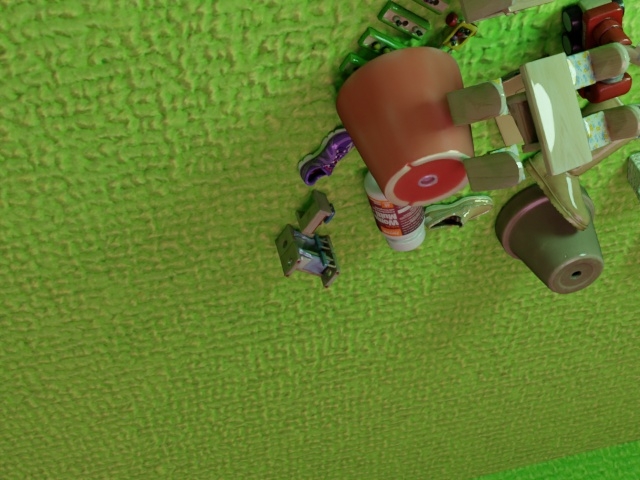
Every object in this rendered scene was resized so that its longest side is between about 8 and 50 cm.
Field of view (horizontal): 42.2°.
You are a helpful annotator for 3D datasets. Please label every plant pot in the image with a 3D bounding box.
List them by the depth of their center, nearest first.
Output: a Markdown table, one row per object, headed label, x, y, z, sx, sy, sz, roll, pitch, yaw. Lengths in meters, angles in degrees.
| label | x | y | z | sx | sy | sz | roll | pitch | yaw |
| --- | --- | --- | --- | --- | --- | --- | --- | --- | --- |
| plant pot | 0.192 | -0.220 | 1.716 | 0.275 | 0.243 | 0.275 | -12 | 154 | -6 |
| plant pot | 0.618 | 0.010 | 2.153 | 0.263 | 0.229 | 0.263 | -10 | 138 | -9 |

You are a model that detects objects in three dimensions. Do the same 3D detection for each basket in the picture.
| label | x | y | z | sx | sy | sz | roll | pitch | yaw |
| --- | --- | --- | --- | --- | --- | --- | --- | --- | --- |
| basket | 0.888 | -0.177 | 2.138 | 0.167 | 0.103 | 0.113 | -18 | 138 | 2 |

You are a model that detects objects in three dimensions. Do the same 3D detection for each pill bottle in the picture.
| label | x | y | z | sx | sy | sz | roll | pitch | yaw |
| --- | --- | --- | --- | --- | --- | --- | --- | --- | --- |
| pill bottle | 0.184 | -0.079 | 1.994 | 0.121 | 0.121 | 0.221 | -20 | 137 | 3 |

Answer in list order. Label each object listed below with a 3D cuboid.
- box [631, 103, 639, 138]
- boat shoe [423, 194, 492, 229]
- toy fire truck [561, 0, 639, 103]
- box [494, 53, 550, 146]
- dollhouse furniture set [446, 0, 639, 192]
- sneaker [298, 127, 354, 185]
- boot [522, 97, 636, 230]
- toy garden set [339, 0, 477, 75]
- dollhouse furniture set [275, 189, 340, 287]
| label | x | y | z | sx | sy | sz | roll | pitch | yaw |
| --- | --- | --- | --- | --- | --- | --- | --- | --- | --- |
| box | 0.811 | -0.297 | 2.043 | 0.137 | 0.027 | 0.094 | -7 | 138 | -12 |
| boat shoe | 0.353 | -0.061 | 2.103 | 0.190 | 0.072 | 0.068 | -15 | 137 | -3 |
| toy fire truck | 0.631 | -0.375 | 1.740 | 0.159 | 0.246 | 0.217 | -17 | 137 | 0 |
| box | 0.478 | -0.318 | 1.916 | 0.164 | 0.021 | 0.201 | -27 | 136 | 10 |
| dollhouse furniture set | 0.448 | -0.328 | 1.559 | 0.362 | 0.256 | 0.394 | -21 | 98 | -29 |
| sneaker | 0.025 | -0.183 | 1.869 | 0.170 | 0.071 | 0.068 | -42 | 133 | 23 |
| boot | 0.654 | -0.187 | 1.982 | 0.269 | 0.236 | 0.089 | -41 | 176 | 25 |
| toy garden set | 0.192 | -0.399 | 1.714 | 0.204 | 0.049 | 0.244 | 18 | 127 | -33 |
| dollhouse furniture set | 0.000 | 0.000 | 2.008 | 0.129 | 0.129 | 0.183 | 17 | 128 | -32 |
